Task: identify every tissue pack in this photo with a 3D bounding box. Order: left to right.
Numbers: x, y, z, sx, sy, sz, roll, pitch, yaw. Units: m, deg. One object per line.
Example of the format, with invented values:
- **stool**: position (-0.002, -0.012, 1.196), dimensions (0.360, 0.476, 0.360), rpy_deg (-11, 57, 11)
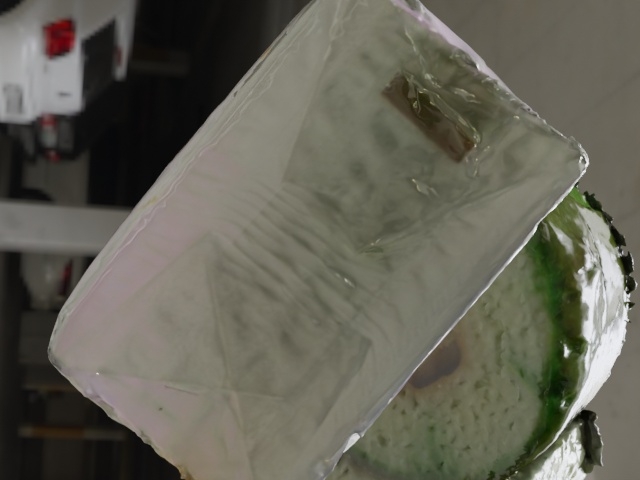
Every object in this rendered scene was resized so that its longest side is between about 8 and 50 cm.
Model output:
- **tissue pack**: position (0.000, 0.000, 0.577), dimensions (0.185, 0.124, 0.225), rpy_deg (-48, 180, 3)

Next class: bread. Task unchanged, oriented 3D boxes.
- **bread**: position (0.081, 0.088, 1.087), dimensions (0.366, 0.129, 0.382), rpy_deg (-36, -91, 37)
